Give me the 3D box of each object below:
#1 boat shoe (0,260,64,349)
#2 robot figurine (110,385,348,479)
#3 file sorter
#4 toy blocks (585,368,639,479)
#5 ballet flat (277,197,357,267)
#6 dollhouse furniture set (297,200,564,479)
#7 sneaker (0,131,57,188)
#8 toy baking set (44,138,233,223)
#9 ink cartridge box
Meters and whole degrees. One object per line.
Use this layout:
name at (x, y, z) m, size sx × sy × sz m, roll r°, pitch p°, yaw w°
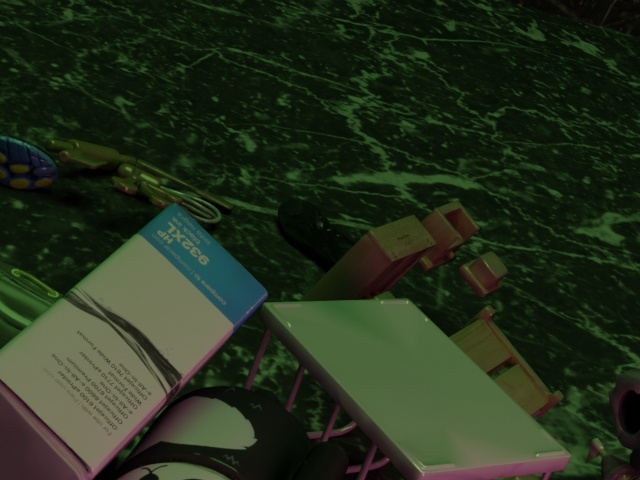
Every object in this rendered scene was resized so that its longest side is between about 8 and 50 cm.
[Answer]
boat shoe at (-0.323, 0.080, 1.744) m, size 0.305 × 0.109 × 0.091 m, roll 32°, pitch 27°, yaw 14°
robot figurine at (-0.099, 0.232, 1.495) m, size 0.173 × 0.209 × 0.278 m, roll 33°, pitch 25°, yaw 1°
file sorter at (0.066, 0.204, 1.674) m, size 0.192 × 0.173 × 0.277 m, roll -1°, pitch 31°, yaw -38°
toy blocks at (0.364, 0.210, 1.741) m, size 0.309 × 0.289 × 0.260 m, roll 4°, pitch 35°, yaw -25°
ballet flat at (0.000, 0.000, 2.222) m, size 0.173 × 0.057 × 0.049 m, roll 42°, pitch -7°, yaw 39°
dollhouse furniture set at (0.146, 0.163, 1.965) m, size 0.355 × 0.174 × 0.303 m, roll 52°, pitch 33°, yaw 11°
sneaker at (-0.417, -0.121, 2.139) m, size 0.188 × 0.067 × 0.078 m, roll 19°, pitch 28°, yaw 5°
toy baking set at (-0.233, -0.073, 2.187) m, size 0.196 × 0.030 × 0.256 m, roll 32°, pitch 12°, yaw 29°
ink cartridge box at (-0.213, 0.133, 1.476) m, size 0.129 × 0.223 × 0.307 m, roll 45°, pitch 37°, yaw -1°
